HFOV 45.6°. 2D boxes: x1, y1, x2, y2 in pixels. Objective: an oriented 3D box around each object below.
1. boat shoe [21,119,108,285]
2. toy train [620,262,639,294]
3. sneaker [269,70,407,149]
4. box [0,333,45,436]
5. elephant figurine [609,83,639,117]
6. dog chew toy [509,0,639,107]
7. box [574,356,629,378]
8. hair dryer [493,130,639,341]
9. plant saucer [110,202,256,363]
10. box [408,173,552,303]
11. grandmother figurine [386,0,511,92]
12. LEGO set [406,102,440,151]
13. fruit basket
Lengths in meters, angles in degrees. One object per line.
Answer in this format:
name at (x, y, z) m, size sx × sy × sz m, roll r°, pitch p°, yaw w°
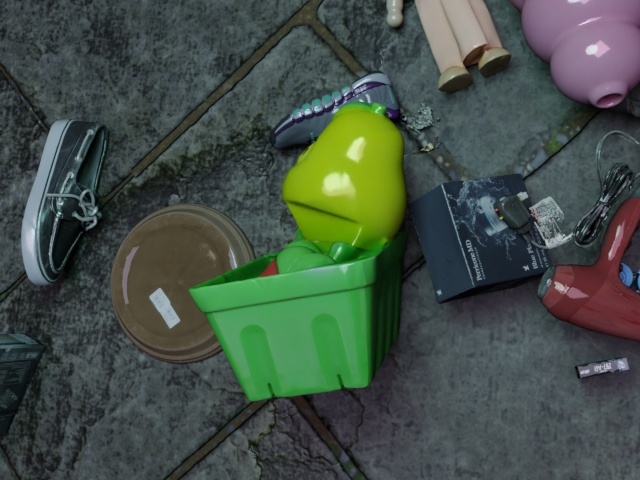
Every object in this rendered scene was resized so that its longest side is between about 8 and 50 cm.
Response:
boat shoe at (-0.437, -0.068, 1.344) m, size 0.104 × 0.113 × 0.307 m, roll 3°, pitch 67°, yaw 10°
toy train at (0.466, 0.090, 1.085) m, size 0.184 × 0.080 × 0.105 m, roll 9°, pitch 92°, yaw 17°
sneaker at (0.026, -0.186, 1.245) m, size 0.223 × 0.083 × 0.098 m, roll -27°, pitch 81°, yaw 10°
box at (-0.579, 0.249, 1.273) m, size 0.056 × 0.231 × 0.183 m, roll 25°, pitch 90°, yaw 14°
elephant figurine at (0.508, -0.205, 1.084) m, size 0.185 × 0.169 × 0.240 m, roll -7°, pitch 61°, yaw -14°
dog chew toy at (0.372, -0.340, 1.086) m, size 0.206 × 0.206 × 0.332 m, roll -12°, pitch 68°, yaw 14°
box at (0.399, 0.181, 1.085) m, size 0.067 × 0.083 × 0.018 m, roll -14°, pitch 78°, yaw 12°
hair dryer at (0.390, 0.019, 1.022) m, size 0.223 × 0.080 × 0.294 m, roll -28°, pitch 87°, yaw 11°
plant saucer at (-0.242, 0.070, 1.304) m, size 0.277 × 0.041 × 0.278 m, roll -2°, pitch 82°, yaw 15°
box at (0.233, -0.004, 1.112) m, size 0.158 × 0.093 × 0.156 m, roll -9°, pitch 76°, yaw -29°
grandmother figurine at (0.194, -0.421, 1.224) m, size 0.207 × 0.104 × 0.343 m, roll -23°, pitch 79°, yaw 3°
LEGO set at (0.170, -0.186, 1.233) m, size 0.054 × 0.023 × 0.083 m, roll -30°, pitch 75°, yaw 10°
fruit basket at (0.000, 0.000, 1.074) m, size 0.282 × 0.392 × 0.392 m, roll -10°, pitch 80°, yaw 14°
